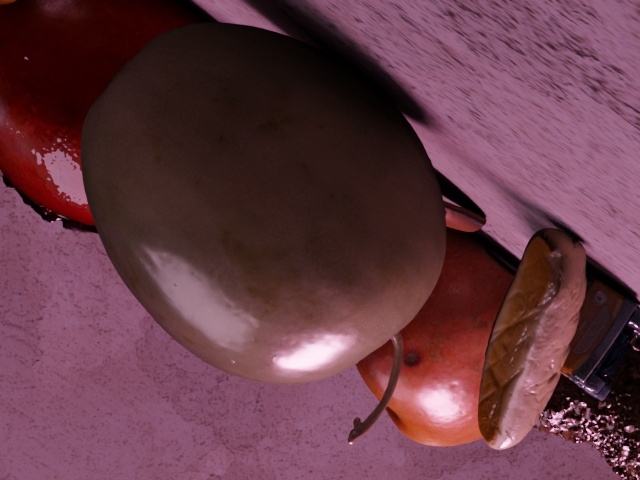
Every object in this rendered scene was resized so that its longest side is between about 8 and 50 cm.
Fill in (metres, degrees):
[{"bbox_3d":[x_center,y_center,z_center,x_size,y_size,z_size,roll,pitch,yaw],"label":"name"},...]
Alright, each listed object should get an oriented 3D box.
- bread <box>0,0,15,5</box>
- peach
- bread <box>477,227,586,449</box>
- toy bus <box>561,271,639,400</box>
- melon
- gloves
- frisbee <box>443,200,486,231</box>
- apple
[{"bbox_3d":[-0.366,-0.327,1.608,0.227,0.142,0.253,24,169,45],"label":"bread"},{"bbox_3d":[-0.229,-0.181,1.750,0.361,0.258,0.201,49,153,17],"label":"peach"},{"bbox_3d":[0.176,0.080,1.435,0.053,0.214,0.073,-6,-141,-26],"label":"bread"},{"bbox_3d":[0.228,0.076,1.552,0.103,0.091,0.182,35,180,15],"label":"toy bus"},{"bbox_3d":[-0.040,-0.026,1.349,0.308,0.272,0.272,28,-177,-32],"label":"melon"},{"bbox_3d":[0.330,0.185,1.806,0.210,0.135,0.312,29,-174,-36],"label":"gloves"},{"bbox_3d":[0.043,-0.053,1.719,0.251,0.021,0.251,19,-179,0],"label":"frisbee"},{"bbox_3d":[0.137,0.111,1.966,0.253,0.253,0.253,36,179,1],"label":"apple"}]
